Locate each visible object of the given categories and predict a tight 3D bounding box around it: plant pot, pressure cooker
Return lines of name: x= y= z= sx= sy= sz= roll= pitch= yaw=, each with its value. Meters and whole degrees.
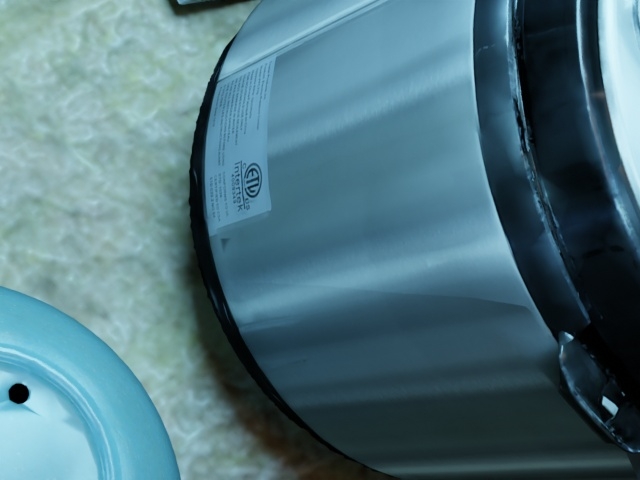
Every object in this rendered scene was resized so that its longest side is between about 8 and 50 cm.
plant pot: x=-0.189 y=0.139 z=0.665 sx=0.290 sy=0.195 sz=0.290 roll=9 pitch=68 yaw=-21
pressure cooker: x=0.170 y=-0.042 z=0.738 sx=0.375 sy=0.420 sz=0.370 roll=-37 pitch=102 yaw=-35

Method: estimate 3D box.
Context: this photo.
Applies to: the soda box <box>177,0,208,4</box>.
soda box: x=-0.099 y=-0.314 z=0.929 sx=0.091 sy=0.098 sz=0.286 roll=-17 pitch=78 yaw=-44
